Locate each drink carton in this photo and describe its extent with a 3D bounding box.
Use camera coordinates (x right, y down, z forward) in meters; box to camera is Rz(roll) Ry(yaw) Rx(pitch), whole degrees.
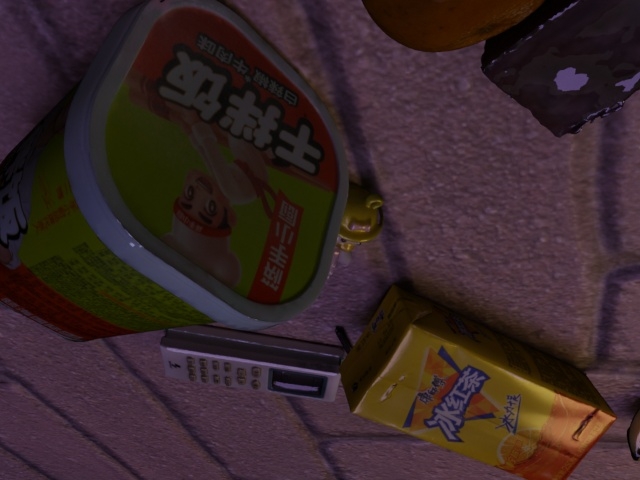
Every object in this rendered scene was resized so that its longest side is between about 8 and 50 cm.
[{"bbox_3d":[0.215,0.205,0.963,0.351,0.111,0.155,25,108,-18],"label":"drink carton"}]

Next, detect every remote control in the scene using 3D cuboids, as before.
[{"bbox_3d":[-0.106,0.193,1.095,0.277,0.056,0.103,9,142,1],"label":"remote control"}]

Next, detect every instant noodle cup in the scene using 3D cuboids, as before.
[{"bbox_3d":[-0.176,-0.036,0.682,0.307,0.294,0.294,-19,134,40],"label":"instant noodle cup"}]

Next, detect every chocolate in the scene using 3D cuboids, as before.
[{"bbox_3d":[0.264,-0.209,0.482,0.111,0.112,0.321,32,138,-24],"label":"chocolate"}]

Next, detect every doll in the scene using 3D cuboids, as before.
[{"bbox_3d":[0.000,0.000,0.816,0.129,0.081,0.207,14,143,-37],"label":"doll"}]

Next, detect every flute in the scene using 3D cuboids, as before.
[{"bbox_3d":[0.068,0.213,1.119,0.014,0.014,0.270,-6,139,19],"label":"flute"}]

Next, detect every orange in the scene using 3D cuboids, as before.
[{"bbox_3d":[0.094,-0.206,0.490,0.154,0.154,0.134,-25,93,35],"label":"orange"}]

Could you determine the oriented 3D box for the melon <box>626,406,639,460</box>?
[{"bbox_3d":[0.548,0.275,1.058,0.128,0.079,0.160,10,145,-30],"label":"melon"}]
